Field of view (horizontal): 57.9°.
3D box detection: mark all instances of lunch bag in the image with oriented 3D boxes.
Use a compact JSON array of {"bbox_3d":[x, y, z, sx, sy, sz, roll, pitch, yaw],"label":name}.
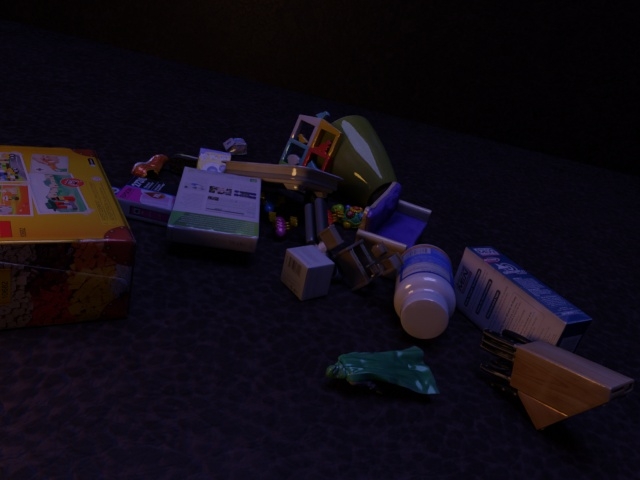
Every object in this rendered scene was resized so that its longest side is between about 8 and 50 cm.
[{"bbox_3d":[-0.337,-0.371,2.278,0.083,0.053,0.071,-5,30,-18],"label":"lunch bag"}]

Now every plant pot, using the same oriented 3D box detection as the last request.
[{"bbox_3d":[0.149,-0.256,2.100,0.275,0.274,0.293,-8,49,-38],"label":"plant pot"}]

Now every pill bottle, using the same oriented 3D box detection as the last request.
[{"bbox_3d":[0.264,0.130,1.465,0.153,0.152,0.272,15,26,2],"label":"pill bottle"}]

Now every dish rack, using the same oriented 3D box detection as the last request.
[{"bbox_3d":[-0.122,-0.193,1.845,0.333,0.072,0.286,9,2,28],"label":"dish rack"}]

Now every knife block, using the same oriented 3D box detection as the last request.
[{"bbox_3d":[0.472,0.259,1.226,0.088,0.275,0.242,-6,62,-35],"label":"knife block"}]

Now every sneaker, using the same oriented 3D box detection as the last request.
[{"bbox_3d":[-0.401,-0.254,1.972,0.235,0.084,0.097,20,24,11],"label":"sneaker"},{"bbox_3d":[-0.550,-0.233,1.901,0.067,0.064,0.175,37,33,1],"label":"sneaker"}]

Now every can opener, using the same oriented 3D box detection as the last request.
[{"bbox_3d":[0.000,0.000,1.629,0.093,0.074,0.280,42,29,-42],"label":"can opener"}]

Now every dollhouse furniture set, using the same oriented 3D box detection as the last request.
[{"bbox_3d":[0.120,0.013,1.529,0.101,0.161,0.181,-27,86,-54],"label":"dollhouse furniture set"}]

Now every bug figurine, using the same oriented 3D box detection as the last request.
[{"bbox_3d":[-0.067,-0.064,1.777,0.279,0.072,0.216,14,32,-12],"label":"bug figurine"}]

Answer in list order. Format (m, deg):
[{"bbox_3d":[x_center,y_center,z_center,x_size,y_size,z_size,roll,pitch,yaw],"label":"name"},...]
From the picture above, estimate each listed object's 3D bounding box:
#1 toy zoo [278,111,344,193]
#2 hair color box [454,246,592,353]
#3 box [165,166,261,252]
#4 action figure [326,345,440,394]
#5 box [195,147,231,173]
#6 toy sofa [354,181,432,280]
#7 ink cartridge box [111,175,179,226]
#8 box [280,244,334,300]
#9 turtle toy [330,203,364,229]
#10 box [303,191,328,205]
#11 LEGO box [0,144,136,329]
[{"bbox_3d":[-0.036,-0.321,2.059,0.192,0.293,0.030,30,12,28],"label":"toy zoo"},{"bbox_3d":[0.489,0.171,1.471,0.105,0.173,0.347,-2,31,-32],"label":"hair color box"},{"bbox_3d":[-0.285,-0.092,1.599,0.233,0.058,0.322,8,32,-9],"label":"box"},{"bbox_3d":[0.119,0.273,1.205,0.232,0.063,0.137,8,28,-22],"label":"action figure"},{"bbox_3d":[-0.349,-0.206,1.857,0.105,0.043,0.179,8,65,-11],"label":"box"},{"bbox_3d":[0.229,-0.040,1.761,0.150,0.177,0.362,21,26,14],"label":"toy sofa"},{"bbox_3d":[-0.470,-0.110,1.678,0.371,0.069,0.175,11,27,-2],"label":"ink cartridge box"},{"bbox_3d":[-0.034,0.080,1.469,0.087,0.101,0.101,-10,34,-36],"label":"box"},{"bbox_3d":[0.096,-0.082,1.900,0.130,0.066,0.095,9,26,-12],"label":"turtle toy"},{"bbox_3d":[-0.017,-0.132,1.948,0.052,0.062,0.083,0,30,-25],"label":"box"},{"bbox_3d":[-0.653,-0.032,1.272,0.373,0.193,0.500,-2,30,-30],"label":"LEGO box"}]
